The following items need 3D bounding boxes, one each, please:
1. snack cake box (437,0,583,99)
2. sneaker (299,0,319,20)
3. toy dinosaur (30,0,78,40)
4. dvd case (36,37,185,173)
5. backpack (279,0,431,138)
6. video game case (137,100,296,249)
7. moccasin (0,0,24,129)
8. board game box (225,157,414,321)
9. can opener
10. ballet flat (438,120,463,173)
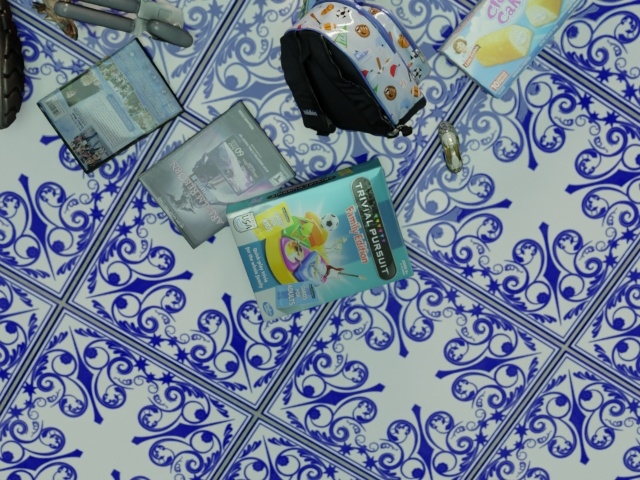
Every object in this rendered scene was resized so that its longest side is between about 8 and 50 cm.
[{"bbox_3d":[0.380,-0.434,1.900,0.152,0.089,0.264,38,101,-10],"label":"snack cake box"},{"bbox_3d":[0.013,-0.501,1.899,0.078,0.067,0.188,9,103,-25],"label":"sneaker"},{"bbox_3d":[-0.519,-0.551,1.836,0.127,0.200,0.296,7,74,22],"label":"toy dinosaur"},{"bbox_3d":[-0.433,-0.276,1.964,0.253,0.022,0.180,-32,103,7],"label":"dvd case"},{"bbox_3d":[0.063,-0.339,1.818,0.263,0.276,0.213,47,68,-33],"label":"backpack"},{"bbox_3d":[-0.219,-0.136,2.002,0.274,0.026,0.196,-35,102,7],"label":"video game case"},{"bbox_3d":[-0.683,-0.405,1.868,0.147,0.139,0.380,-10,104,3],"label":"moccasin"},{"bbox_3d":[0.000,0.000,1.997,0.336,0.079,0.254,-18,109,3],"label":"board game box"},{"bbox_3d":[-0.373,-0.438,1.832,0.280,0.093,0.074,6,103,-40],"label":"can opener"},{"bbox_3d":[0.275,-0.194,1.985,0.041,0.041,0.114,-15,104,3],"label":"ballet flat"}]
